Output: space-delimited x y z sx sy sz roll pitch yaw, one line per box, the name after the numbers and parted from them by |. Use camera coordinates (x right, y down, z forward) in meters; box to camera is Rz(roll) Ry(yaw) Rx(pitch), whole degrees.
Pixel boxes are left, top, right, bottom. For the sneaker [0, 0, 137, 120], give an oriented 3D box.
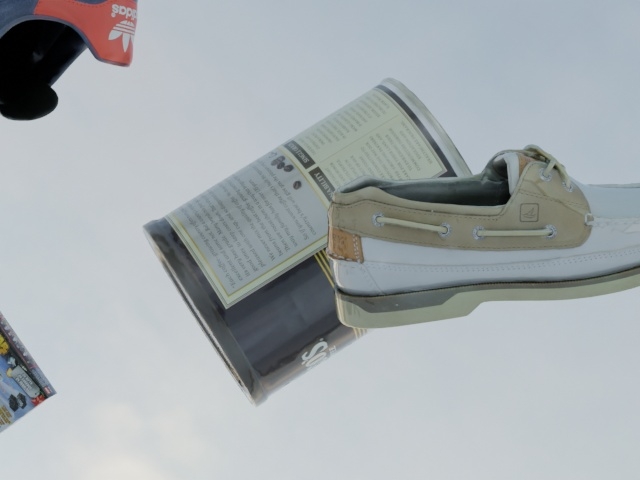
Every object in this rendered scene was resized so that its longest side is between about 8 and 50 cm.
-0.302 -0.163 1.341 0.350 0.131 0.148 -13 -98 31 | sneaker

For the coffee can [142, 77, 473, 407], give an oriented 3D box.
0.000 0.000 1.509 0.275 0.201 0.201 -32 -77 -7 | coffee can

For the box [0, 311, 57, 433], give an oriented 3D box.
-0.388 0.153 1.887 0.094 0.027 0.137 -35 -92 16 | box

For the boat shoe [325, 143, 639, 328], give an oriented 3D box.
0.153 -0.015 1.174 0.302 0.113 0.103 -12 -75 -8 | boat shoe
